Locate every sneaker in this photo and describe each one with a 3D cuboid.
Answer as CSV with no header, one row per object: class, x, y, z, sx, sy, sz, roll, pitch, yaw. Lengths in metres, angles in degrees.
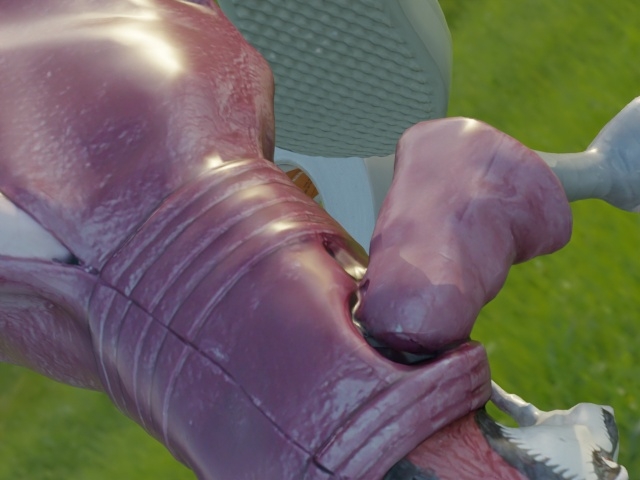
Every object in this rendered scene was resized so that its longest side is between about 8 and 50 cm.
sneaker,0.006,-0.169,1.025,0.135,0.366,0.150,4,67,8

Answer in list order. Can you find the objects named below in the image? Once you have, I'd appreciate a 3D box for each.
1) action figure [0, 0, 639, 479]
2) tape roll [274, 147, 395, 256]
action figure,-0.035,0.010,0.667,0.370,0.276,0.248,34,101,33
tape roll,0.000,0.000,1.393,0.219,0.072,0.219,-3,86,53
